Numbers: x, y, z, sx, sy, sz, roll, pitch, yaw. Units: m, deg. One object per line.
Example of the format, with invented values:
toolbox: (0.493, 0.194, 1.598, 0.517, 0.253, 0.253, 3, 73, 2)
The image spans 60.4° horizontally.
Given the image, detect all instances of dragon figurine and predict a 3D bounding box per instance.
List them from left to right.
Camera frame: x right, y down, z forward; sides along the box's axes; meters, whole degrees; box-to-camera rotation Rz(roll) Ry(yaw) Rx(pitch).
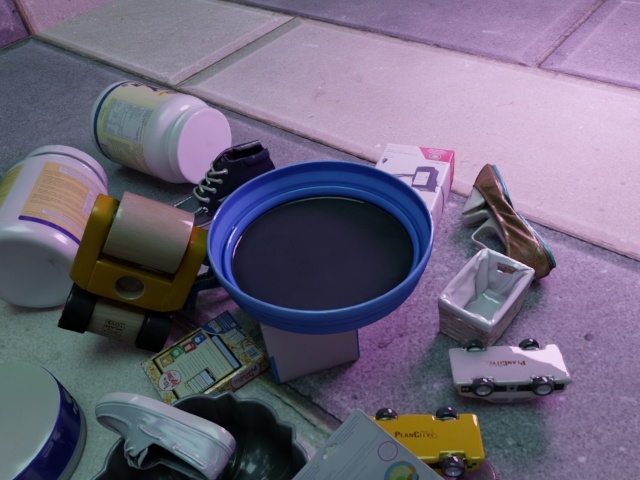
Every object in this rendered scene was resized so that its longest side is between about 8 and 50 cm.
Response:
dragon figurine: (-0.201, 0.029, 1.135, 0.144, 0.289, 0.085, 8, 30, -42)

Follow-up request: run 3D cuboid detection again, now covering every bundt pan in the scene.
bundt pan: (-0.166, 0.395, 0.798, 0.331, 0.124, 0.331, -4, 43, 4)

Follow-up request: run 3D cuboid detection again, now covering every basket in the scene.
basket: (0.308, 0.114, 1.032, 0.113, 0.103, 0.167, 28, 55, 33)

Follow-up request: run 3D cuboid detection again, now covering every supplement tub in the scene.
supplement tub: (-0.619, -0.041, 1.246, 0.241, 0.241, 0.331, -8, 43, 1)
supplement tub: (-0.428, -0.288, 1.481, 0.325, 0.235, 0.235, 20, 50, 27)

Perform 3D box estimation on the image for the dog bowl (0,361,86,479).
dog bowl: (-0.548, 0.342, 0.930, 0.265, 0.104, 0.265, -4, 44, 4)

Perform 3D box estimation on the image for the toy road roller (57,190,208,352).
toy road roller: (-0.359, 0.035, 1.072, 0.202, 0.329, 0.240, 20, 28, -20)

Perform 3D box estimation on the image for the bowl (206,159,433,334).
bowl: (0.000, 0.000, 0.973, 0.391, 0.077, 0.391, -2, 43, 2)

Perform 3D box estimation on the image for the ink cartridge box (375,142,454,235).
ink cartridge box: (0.206, -0.117, 1.295, 0.172, 0.100, 0.237, 10, 46, 20)

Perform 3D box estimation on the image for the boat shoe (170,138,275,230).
boat shoe: (-0.261, -0.129, 1.341, 0.340, 0.158, 0.127, -27, 46, -19)

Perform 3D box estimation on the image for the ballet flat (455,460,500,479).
ballet flat: (0.223, 0.427, 0.757, 0.084, 0.058, 0.250, -33, 26, 33)

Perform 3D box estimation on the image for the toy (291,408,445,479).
toy: (0.091, 0.345, 0.759, 0.237, 0.056, 0.137, 41, 91, -5)

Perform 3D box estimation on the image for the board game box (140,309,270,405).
board game box: (-0.216, 0.234, 1.032, 0.193, 0.045, 0.147, -31, 48, -22)

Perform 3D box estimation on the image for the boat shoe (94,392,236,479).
boat shoe: (-0.236, 0.282, 0.781, 0.227, 0.079, 0.081, 12, 42, 16)

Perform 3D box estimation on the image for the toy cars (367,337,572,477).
toy cars: (0.233, 0.278, 0.890, 0.394, 0.087, 0.176, -28, 40, -25)

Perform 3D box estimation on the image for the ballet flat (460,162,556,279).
ballet flat: (0.382, -0.039, 1.198, 0.124, 0.116, 0.342, -24, 46, 12)

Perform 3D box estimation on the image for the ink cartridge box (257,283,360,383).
ink cartridge box: (-0.044, 0.110, 1.044, 0.168, 0.171, 0.232, -16, 43, -8)
